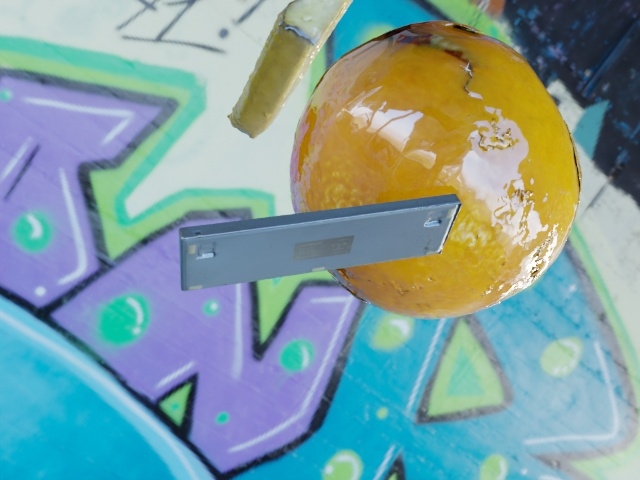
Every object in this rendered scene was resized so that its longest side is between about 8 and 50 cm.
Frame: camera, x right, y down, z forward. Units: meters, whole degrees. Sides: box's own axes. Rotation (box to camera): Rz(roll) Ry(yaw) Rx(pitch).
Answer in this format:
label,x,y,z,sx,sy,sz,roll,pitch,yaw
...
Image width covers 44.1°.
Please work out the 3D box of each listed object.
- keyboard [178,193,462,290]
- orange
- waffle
label,x,y,z,sx,sy,sz,roll,pitch,yaw
keyboard,0.000,0.001,0.494,0.055,0.176,0.014,100,-23,-49
orange,0.095,-0.057,0.664,0.246,0.246,0.246,37,0,0
waffle,-0.011,-0.262,0.957,0.055,0.247,0.221,33,-29,-6
